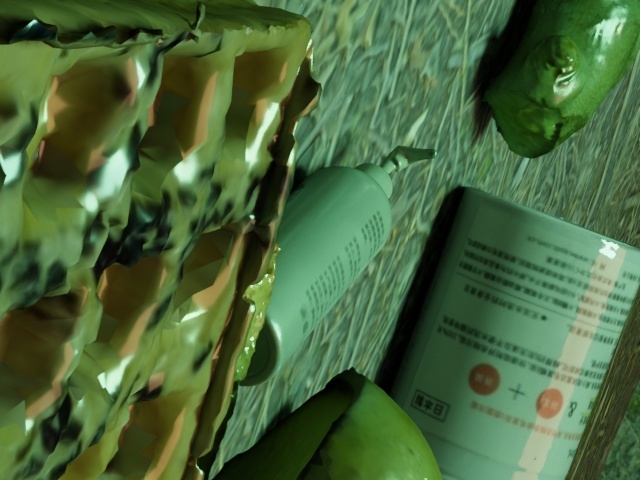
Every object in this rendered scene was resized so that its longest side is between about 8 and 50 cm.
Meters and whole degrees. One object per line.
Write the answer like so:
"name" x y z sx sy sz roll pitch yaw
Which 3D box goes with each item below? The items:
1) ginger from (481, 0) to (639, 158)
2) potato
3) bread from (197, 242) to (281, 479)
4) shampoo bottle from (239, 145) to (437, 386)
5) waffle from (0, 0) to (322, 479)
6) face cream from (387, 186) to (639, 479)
"ginger" 0.204 -0.175 1.177 0.290 0.089 0.137 -48 139 -43
"potato" -0.022 0.163 0.665 0.160 0.111 0.271 -49 -179 -44
"bread" -0.073 0.044 0.643 0.103 0.065 0.187 23 87 -67
"shampoo bottle" 0.000 0.000 0.813 0.195 0.056 0.056 -47 153 -51
"waffle" -0.125 0.097 0.450 0.261 0.114 0.376 -15 124 -69
"face cream" 0.107 0.155 1.176 0.369 0.145 0.145 -69 163 4
